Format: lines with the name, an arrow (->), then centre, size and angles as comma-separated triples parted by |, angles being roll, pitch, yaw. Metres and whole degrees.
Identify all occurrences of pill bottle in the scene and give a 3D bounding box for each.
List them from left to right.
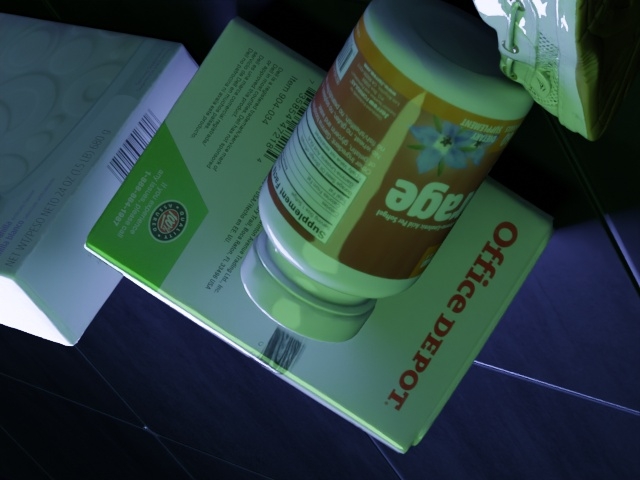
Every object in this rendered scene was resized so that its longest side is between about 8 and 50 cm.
pill bottle -> 0.036, -0.042, 1.256 | 0.121, 0.121, 0.216 | 33, 118, 3

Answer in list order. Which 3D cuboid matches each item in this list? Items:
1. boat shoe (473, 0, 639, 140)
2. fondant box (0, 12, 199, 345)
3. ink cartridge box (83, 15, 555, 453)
boat shoe -> 0.123, -0.149, 1.076 | 0.096, 0.098, 0.277 | 26, 159, 18
fondant box -> -0.266, -0.065, 1.619 | 0.330, 0.238, 0.096 | 13, 151, 42
ink cartridge box -> 0.000, 0.000, 1.407 | 0.273, 0.198, 0.115 | 33, 174, 2
